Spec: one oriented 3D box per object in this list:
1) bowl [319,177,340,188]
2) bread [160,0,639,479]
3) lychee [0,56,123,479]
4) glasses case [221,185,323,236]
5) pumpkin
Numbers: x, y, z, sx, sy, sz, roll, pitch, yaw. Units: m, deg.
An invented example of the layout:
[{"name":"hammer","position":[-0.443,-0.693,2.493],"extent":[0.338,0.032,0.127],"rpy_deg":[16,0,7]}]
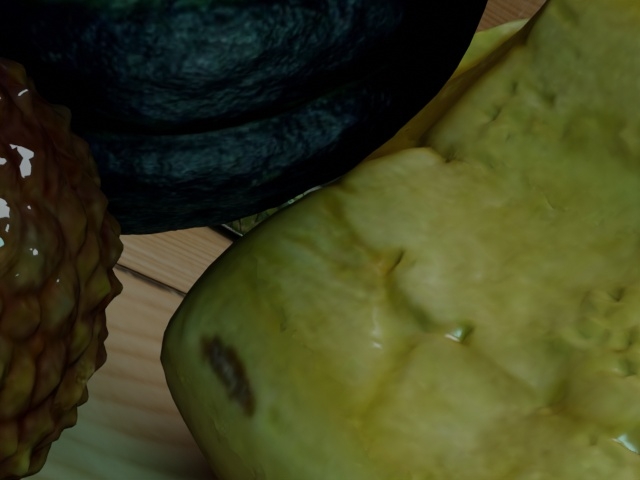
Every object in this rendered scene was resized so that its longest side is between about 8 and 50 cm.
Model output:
[{"name":"bowl","position":[0.042,-0.091,1.344],"extent":[0.354,0.185,0.354],"rpy_deg":[31,8,-5]},{"name":"bread","position":[0.144,0.056,0.631],"extent":[0.394,0.361,0.250],"rpy_deg":[40,-10,45]},{"name":"lychee","position":[-0.158,0.018,0.425],"extent":[0.188,0.188,0.188],"rpy_deg":[30,11,-7]},{"name":"glasses case","position":[0.000,0.000,1.184],"extent":[0.272,0.062,0.095],"rpy_deg":[31,17,-2]},{"name":"pumpkin","position":[-0.082,-0.182,0.571],"extent":[0.266,0.363,0.363],"rpy_deg":[-17,34,-19]}]
